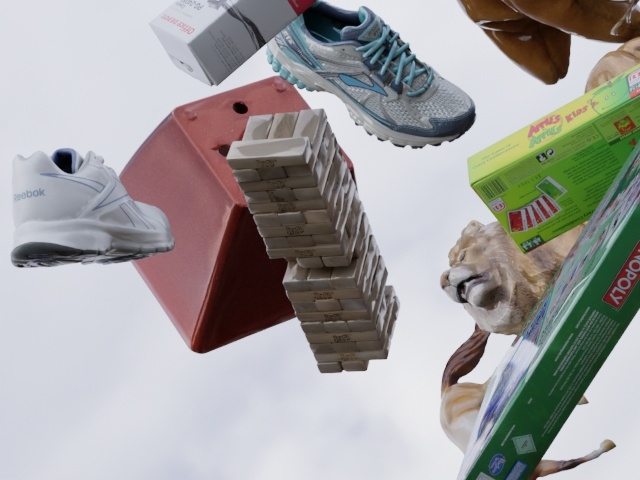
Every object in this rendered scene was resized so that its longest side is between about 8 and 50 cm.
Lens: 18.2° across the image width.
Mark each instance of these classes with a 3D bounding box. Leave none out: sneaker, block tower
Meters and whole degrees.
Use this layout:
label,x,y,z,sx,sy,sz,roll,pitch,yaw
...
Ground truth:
label,x,y,z,sx,sy,sz,roll,pitch,yaw
sneaker,0.062,-0.212,2.430,0.110,0.283,0.122,-55,-15,-38
block tower,0.000,0.000,2.211,0.091,0.097,0.335,-4,-46,20
sneaker,-0.245,-0.037,2.193,0.111,0.129,0.297,-10,-4,18

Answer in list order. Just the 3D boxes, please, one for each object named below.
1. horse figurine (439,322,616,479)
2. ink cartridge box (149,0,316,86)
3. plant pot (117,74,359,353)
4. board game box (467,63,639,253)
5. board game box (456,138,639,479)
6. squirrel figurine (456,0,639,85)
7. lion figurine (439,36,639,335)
label,x,y,z,sx,sy,sz,roll,pitch,yaw
horse figurine,0.190,0.189,2.094,0.174,0.263,0.066,-33,-48,4
ink cartridge box,-0.092,-0.241,2.107,0.150,0.109,0.063,-41,-59,-11
plant pot,-0.098,-0.058,2.604,0.267,0.267,0.236,-20,-31,-30
board game box,0.226,-0.070,1.707,0.181,0.043,0.092,-28,-58,20
board game box,0.207,0.049,1.557,0.317,0.046,0.213,-62,-2,29
squirrel figurine,0.222,-0.369,2.193,0.281,0.397,0.370,-51,6,7
lion figurine,0.276,-0.062,1.926,0.142,0.240,0.392,21,-77,-38
